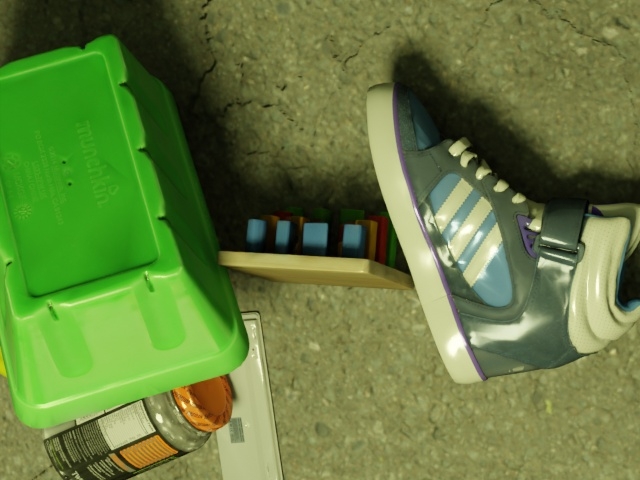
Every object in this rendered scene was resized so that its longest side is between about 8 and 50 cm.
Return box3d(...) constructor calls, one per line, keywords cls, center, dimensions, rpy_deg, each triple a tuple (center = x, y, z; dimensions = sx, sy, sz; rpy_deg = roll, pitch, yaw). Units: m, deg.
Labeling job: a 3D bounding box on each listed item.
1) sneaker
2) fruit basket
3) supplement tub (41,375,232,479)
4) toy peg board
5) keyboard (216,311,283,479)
box3d(cls="sneaker", center=(0.197, -0.033, 1.708), dimensions=(0.236, 0.130, 0.323), rpy_deg=(-18, 86, 12))
box3d(cls="fruit basket", center=(-0.248, 0.021, 1.811), dimensions=(0.283, 0.392, 0.392), rpy_deg=(-16, 92, -4))
box3d(cls="supplement tub", center=(-0.197, 0.192, 1.880), dimensions=(0.190, 0.117, 0.117), rpy_deg=(-25, 89, 23))
box3d(cls="toy peg board", center=(0.000, 0.000, 1.766), dimensions=(0.161, 0.160, 0.079), rpy_deg=(2, 83, 20))
box3d(cls="keyboard", center=(-0.083, 0.207, 1.899), dimensions=(0.072, 0.014, 0.256), rpy_deg=(-5, 95, 27))
